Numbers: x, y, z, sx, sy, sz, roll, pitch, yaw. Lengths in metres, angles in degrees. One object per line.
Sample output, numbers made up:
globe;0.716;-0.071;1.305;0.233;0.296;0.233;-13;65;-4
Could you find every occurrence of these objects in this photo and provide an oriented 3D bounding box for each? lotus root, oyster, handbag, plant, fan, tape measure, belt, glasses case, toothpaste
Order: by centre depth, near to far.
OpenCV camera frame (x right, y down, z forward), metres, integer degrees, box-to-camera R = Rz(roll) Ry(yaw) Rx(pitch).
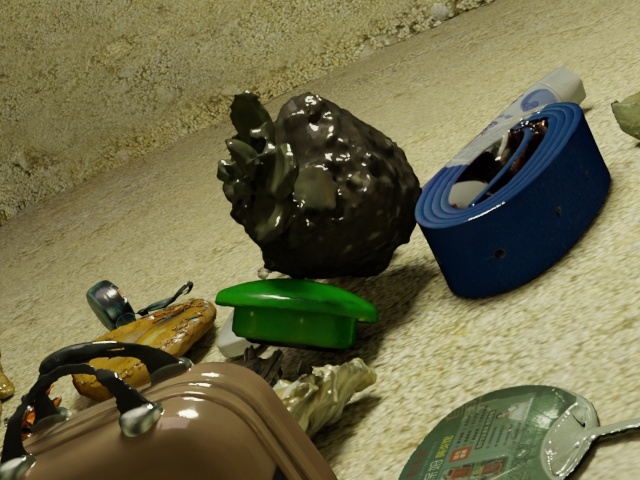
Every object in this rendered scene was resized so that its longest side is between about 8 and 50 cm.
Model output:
handbag;-0.160;0.217;0.975;0.302;0.283;0.149;-23;15;20
fan;0.173;0.197;0.977;0.223;0.012;0.294;-37;17;-28
oyster;-0.089;0.212;1.181;0.354;0.107;0.201;-22;-3;-17
plant;-0.026;-0.068;1.447;0.312;0.215;0.213;6;-47;-52
belt;0.254;-0.058;1.469;0.212;0.117;0.347;-16;21;38
lotus root;0.493;-0.182;1.539;0.143;0.070;0.144;-22;11;-1
glasses case;-0.096;0.112;1.639;0.074;0.049;0.193;-21;18;23
toothpaste;0.284;-0.147;1.812;0.371;0.080;0.125;-41;22;-16
tape measure;-0.323;0.092;1.986;0.180;0.107;0.104;-33;12;-5

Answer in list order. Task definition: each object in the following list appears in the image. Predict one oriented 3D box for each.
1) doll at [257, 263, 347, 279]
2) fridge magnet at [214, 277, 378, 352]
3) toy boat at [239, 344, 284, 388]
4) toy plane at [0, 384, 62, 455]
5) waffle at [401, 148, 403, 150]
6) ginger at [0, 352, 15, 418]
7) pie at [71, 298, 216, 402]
doll;0.001;-0.002;1.730;0.154;0.119;0.278;-52;19;-27
fridge magnet;-0.030;0.092;1.404;0.208;0.088;0.208;7;-5;1
toy boat;-0.100;0.202;1.332;0.084;0.066;0.210;-22;17;26
toy plane;-0.444;0.265;1.728;0.135;0.062;0.188;-52;9;11
waffle;0.024;-0.074;2.006;0.329;0.062;0.329;-24;17;8
ginger;-0.624;0.236;1.896;0.236;0.166;0.375;-2;14;27
pie;-0.269;0.163;1.736;0.273;0.069;0.273;-25;17;8
